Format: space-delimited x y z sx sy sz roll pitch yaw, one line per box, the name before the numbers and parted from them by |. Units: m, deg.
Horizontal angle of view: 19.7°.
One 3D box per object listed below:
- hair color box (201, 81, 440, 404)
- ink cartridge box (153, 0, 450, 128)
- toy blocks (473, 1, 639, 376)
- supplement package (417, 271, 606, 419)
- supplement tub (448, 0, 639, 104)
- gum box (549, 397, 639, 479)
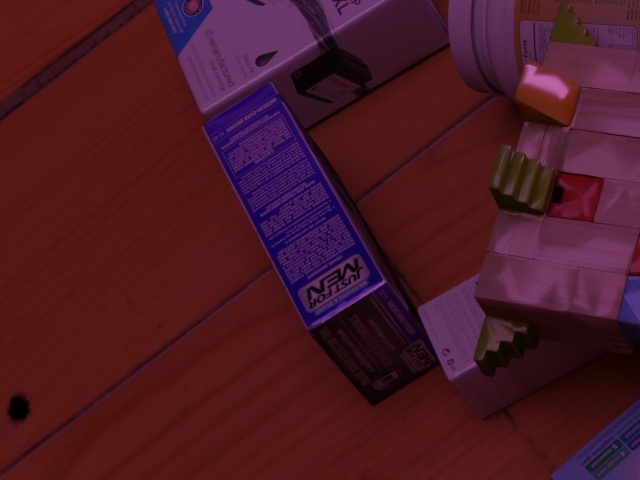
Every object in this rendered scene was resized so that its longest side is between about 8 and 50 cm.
hair color box | 0.000 0.000 2.076 0.110 0.185 0.339 -31 51 5
ink cartridge box | -0.025 -0.275 2.302 0.307 0.129 0.223 -31 50 7
toy blocks | 0.320 -0.036 1.812 0.261 0.191 0.381 10 69 24
supplement package | 0.213 0.089 1.957 0.179 0.105 0.105 -29 51 8
supplement tub | 0.323 -0.246 2.034 0.316 0.228 0.228 9 65 32
gum box | 0.344 0.249 1.825 0.157 0.041 0.184 -40 51 -2
